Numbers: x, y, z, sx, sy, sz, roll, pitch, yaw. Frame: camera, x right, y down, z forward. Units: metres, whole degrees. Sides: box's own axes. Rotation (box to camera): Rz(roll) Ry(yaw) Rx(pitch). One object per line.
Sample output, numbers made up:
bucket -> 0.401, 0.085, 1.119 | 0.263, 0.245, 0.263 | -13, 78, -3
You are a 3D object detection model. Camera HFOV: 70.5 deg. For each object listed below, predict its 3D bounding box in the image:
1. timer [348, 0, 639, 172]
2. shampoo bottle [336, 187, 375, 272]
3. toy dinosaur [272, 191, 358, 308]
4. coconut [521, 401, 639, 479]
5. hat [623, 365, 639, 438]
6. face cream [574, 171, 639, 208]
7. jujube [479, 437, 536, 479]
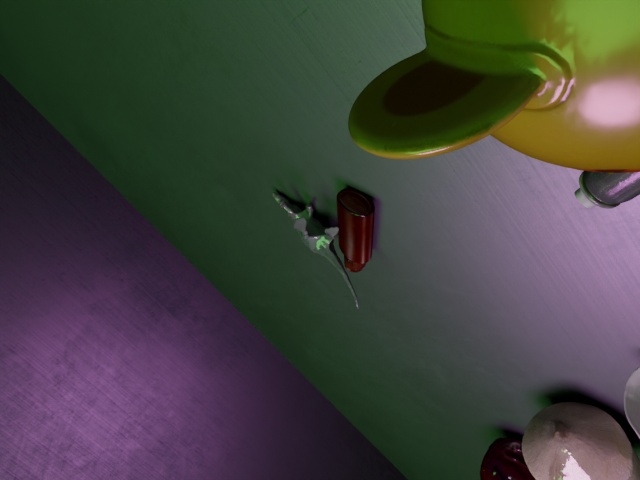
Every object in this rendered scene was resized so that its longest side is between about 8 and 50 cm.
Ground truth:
timer -> 0.233, -0.196, 0.335 | 0.376, 0.387, 0.376 | 23, 147, 16
shampoo bottle -> 0.087, -0.012, 1.138 | 0.102, 0.064, 0.260 | 37, 154, 27
toy dinosaur -> 0.000, 0.000, 1.185 | 0.393, 0.092, 0.205 | 48, 171, 5
coconut -> 0.616, 0.518, 1.083 | 0.237, 0.237, 0.266 | -4, 128, 53
hat -> 0.671, 0.318, 0.817 | 0.126, 0.203, 0.203 | 33, 162, -38
face cream -> 0.424, -0.121, 0.554 | 0.073, 0.073, 0.283 | 37, 153, 6
jujube -> 0.676, 0.776, 1.370 | 0.377, 0.258, 0.258 | 22, 148, 42
